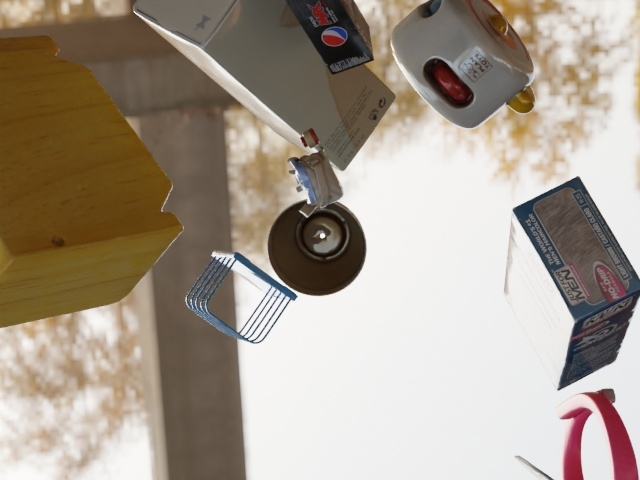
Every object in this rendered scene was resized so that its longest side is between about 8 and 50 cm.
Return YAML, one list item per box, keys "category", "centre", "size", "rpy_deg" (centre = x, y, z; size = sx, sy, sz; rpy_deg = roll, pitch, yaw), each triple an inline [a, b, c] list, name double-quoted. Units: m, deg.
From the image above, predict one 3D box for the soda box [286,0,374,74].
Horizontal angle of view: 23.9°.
- category: "soda box"
  centre: [0.000, -0.259, 1.626]
  size: [0.053, 0.169, 0.060]
  rpy_deg: [-19, -133, 15]

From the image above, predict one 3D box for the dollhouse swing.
- category: "dollhouse swing"
  centre: [-0.400, -0.009, 1.787]
  size: [0.315, 0.305, 0.347]
  rpy_deg: [-11, -129, -39]

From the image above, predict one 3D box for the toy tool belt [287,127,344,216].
- category: "toy tool belt"
  centre: [-0.013, -0.071, 1.596]
  size: [0.051, 0.083, 0.052]
  rpy_deg: [-26, 177, 4]

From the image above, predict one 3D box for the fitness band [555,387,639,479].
- category: "fitness band"
  centre: [0.443, 0.352, 2.439]
  size: [0.054, 0.209, 0.291]
  rpy_deg: [-5, 165, -10]

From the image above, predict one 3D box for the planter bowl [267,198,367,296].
- category: "planter bowl"
  centre: [0.000, 0.000, 2.480]
  size: [0.162, 0.162, 0.109]
  rpy_deg: [0, -167, 7]

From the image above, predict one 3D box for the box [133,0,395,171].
- category: "box"
  centre: [-0.061, -0.221, 1.792]
  size: [0.148, 0.121, 0.311]
  rpy_deg: [33, 177, 40]

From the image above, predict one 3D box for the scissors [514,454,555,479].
- category: "scissors"
  centre: [0.363, 0.381, 2.181]
  size: [0.021, 0.109, 0.297]
  rpy_deg: [-30, -168, -17]

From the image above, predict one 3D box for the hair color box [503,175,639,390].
- category: "hair color box"
  centre: [0.334, 0.067, 2.039]
  size: [0.105, 0.174, 0.347]
  rpy_deg: [-26, 160, -4]

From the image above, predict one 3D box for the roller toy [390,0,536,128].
- category: "roller toy"
  centre: [0.212, -0.270, 2.181]
  size: [0.191, 0.146, 0.209]
  rpy_deg: [15, -139, -54]

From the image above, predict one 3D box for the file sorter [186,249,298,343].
- category: "file sorter"
  centre: [-0.129, 0.091, 2.365]
  size: [0.118, 0.104, 0.170]
  rpy_deg: [36, 171, -13]
